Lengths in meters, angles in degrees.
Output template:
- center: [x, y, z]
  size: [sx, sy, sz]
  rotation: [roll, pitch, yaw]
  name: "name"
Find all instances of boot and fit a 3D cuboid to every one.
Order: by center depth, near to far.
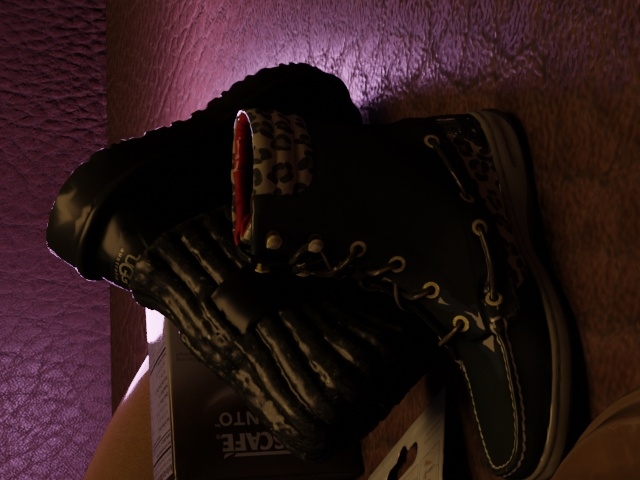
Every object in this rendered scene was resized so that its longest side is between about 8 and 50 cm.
- center: [0.041, 0.025, 0.575]
  size: [0.085, 0.179, 0.236]
  rotation: [126, 142, -59]
  name: "boot"
- center: [-0.002, 0.004, 0.755]
  size: [0.260, 0.348, 0.131]
  rotation: [33, 130, 18]
  name: "boot"

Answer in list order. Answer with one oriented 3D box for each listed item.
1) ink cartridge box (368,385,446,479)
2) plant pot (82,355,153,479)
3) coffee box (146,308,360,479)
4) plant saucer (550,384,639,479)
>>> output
- center: [0.073, 0.250, 0.702]
  size: [0.189, 0.066, 0.232]
  rotation: [116, 170, -52]
  name: "ink cartridge box"
- center: [-0.123, 0.212, 1.037]
  size: [0.237, 0.237, 0.254]
  rotation: [158, 127, -70]
  name: "plant pot"
- center: [-0.073, 0.088, 0.933]
  size: [0.119, 0.168, 0.297]
  rotation: [127, 140, -60]
  name: "coffee box"
- center: [0.163, 0.194, 0.424]
  size: [0.278, 0.041, 0.277]
  rotation: [-179, 90, -71]
  name: "plant saucer"
